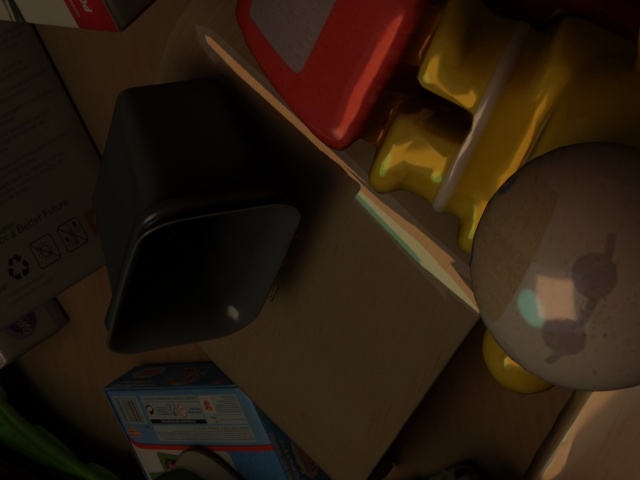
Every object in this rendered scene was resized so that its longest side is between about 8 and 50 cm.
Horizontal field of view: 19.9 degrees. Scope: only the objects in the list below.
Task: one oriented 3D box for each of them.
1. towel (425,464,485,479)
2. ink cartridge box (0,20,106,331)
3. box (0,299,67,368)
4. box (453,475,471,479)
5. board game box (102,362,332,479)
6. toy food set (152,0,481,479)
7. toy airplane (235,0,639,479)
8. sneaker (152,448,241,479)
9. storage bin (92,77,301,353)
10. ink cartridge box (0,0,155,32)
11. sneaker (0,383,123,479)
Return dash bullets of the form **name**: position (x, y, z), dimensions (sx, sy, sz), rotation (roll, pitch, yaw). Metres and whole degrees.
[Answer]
- **towel**: position (0.093, 0.207, 1.111), dimensions (0.110, 0.027, 0.148), rotation (-27, 97, 52)
- **ink cartridge box**: position (-0.268, -0.117, 1.134), dimensions (0.069, 0.176, 0.371), rotation (-9, 110, 50)
- **box**: position (-0.302, -0.053, 1.308), dimensions (0.063, 0.067, 0.324), rotation (-29, 94, 52)
- **box**: position (0.061, 0.208, 1.025), dimensions (0.102, 0.101, 0.087), rotation (54, 144, 25)
- **board game box**: position (-0.047, 0.182, 1.231), dimensions (0.160, 0.039, 0.211), rotation (-7, 111, 48)
- **toy food set**: position (0.000, 0.000, 1.025), dimensions (0.220, 0.092, 0.306), rotation (44, 149, 12)
- **toy airplane**: position (0.154, 0.011, 0.700), dimensions (0.384, 0.272, 0.386), rotation (-11, 95, 29)
- **sneaker**: position (-0.045, 0.212, 1.149), dimensions (0.192, 0.086, 0.064), rotation (32, 135, 25)
- **storage bin**: position (-0.067, -0.017, 0.930), dimensions (0.135, 0.098, 0.091), rotation (115, 140, -56)
- **ink cartridge box**: position (-0.137, -0.174, 1.001), dimensions (0.150, 0.109, 0.063), rotation (12, 140, 41)
- **sneaker**: position (-0.261, 0.223, 1.340), dimensions (0.483, 0.202, 0.185), rotation (37, 151, 25)
